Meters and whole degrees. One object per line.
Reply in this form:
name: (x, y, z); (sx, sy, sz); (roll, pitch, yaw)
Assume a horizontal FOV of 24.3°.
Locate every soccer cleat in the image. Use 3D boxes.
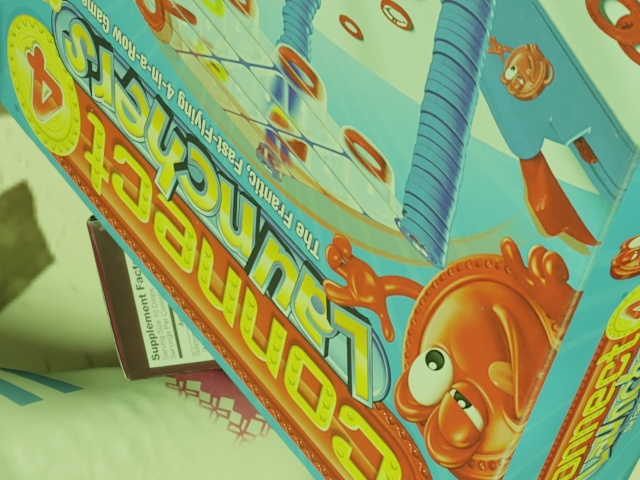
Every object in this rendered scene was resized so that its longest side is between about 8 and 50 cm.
soccer cleat: (-0.133, 0.116, 0.661); (0.331, 0.143, 0.116); (13, 113, -29)

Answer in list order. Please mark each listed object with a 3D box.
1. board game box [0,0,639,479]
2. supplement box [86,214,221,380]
board game box: (0.006, -0.084, 0.484); (0.308, 0.086, 0.302); (46, 143, 30)
supplement box: (0.000, 0.000, 0.690); (0.188, 0.104, 0.081); (-8, 106, 9)
